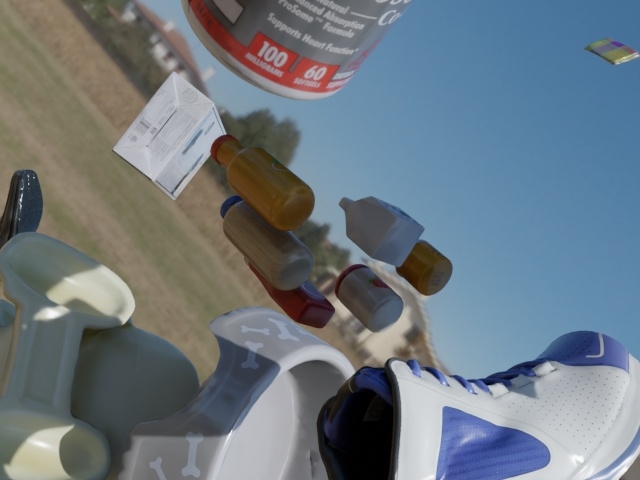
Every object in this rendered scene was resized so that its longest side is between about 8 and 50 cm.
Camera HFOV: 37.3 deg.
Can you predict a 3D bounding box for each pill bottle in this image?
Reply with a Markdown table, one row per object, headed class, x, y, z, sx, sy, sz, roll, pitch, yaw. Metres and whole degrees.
| class | x | y | z | sx | sy | sz | roll | pitch | yaw |
| --- | --- | --- | --- | --- | --- | --- | --- | --- | --- |
| pill bottle | 0.032 | -0.324 | 0.901 | 0.210 | 0.363 | 0.210 | 22 | 44 | -23 |

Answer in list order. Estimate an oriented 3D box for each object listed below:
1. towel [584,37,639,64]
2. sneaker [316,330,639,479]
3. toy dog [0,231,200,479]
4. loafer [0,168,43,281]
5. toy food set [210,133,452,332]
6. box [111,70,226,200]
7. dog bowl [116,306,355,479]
| class | x | y | z | sx | sy | sz | roll | pitch | yaw |
| --- | --- | --- | --- | --- | --- | --- | --- | --- | --- |
| towel | 0.515 | -0.334 | 1.677 | 0.083 | 0.060 | 0.009 | 47 | -26 | 48 |
| sneaker | 0.107 | 0.136 | 0.679 | 0.182 | 0.315 | 0.127 | 47 | -42 | 0 |
| toy dog | -0.358 | 0.208 | 1.175 | 0.395 | 0.408 | 0.285 | 16 | 59 | -41 |
| loafer | -0.421 | -0.017 | 1.291 | 0.061 | 0.170 | 0.062 | 15 | 13 | 16 |
| toy food set | 0.000 | 0.000 | 0.785 | 0.232 | 0.111 | 0.104 | 18 | 18 | -47 |
| box | -0.255 | -0.174 | 1.653 | 0.087 | 0.169 | 0.290 | 37 | -5 | 0 |
| dog bowl | -0.071 | 0.254 | 1.064 | 0.102 | 0.349 | 0.349 | 13 | -24 | 33 |
